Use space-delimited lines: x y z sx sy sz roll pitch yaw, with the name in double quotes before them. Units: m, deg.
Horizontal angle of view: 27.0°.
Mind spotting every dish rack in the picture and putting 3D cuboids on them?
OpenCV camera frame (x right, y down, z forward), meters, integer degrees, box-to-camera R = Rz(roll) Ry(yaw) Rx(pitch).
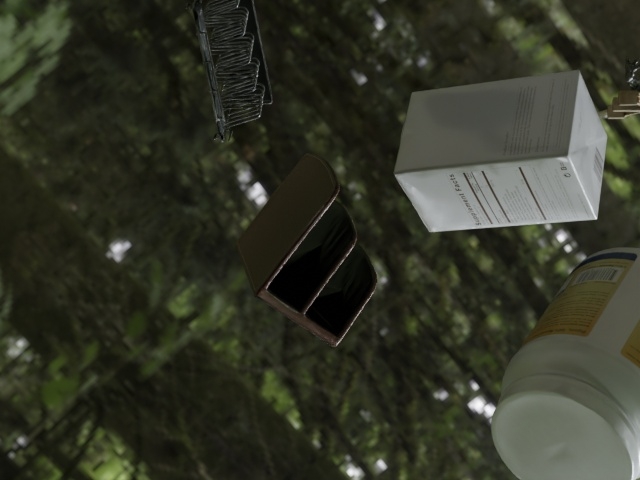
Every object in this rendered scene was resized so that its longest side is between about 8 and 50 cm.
"dish rack" -0.122 -0.253 1.792 0.074 0.208 0.271 -11 -160 4

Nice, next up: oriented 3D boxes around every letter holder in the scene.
"letter holder" 0.000 0.000 2.093 0.214 0.152 0.302 -54 -164 6

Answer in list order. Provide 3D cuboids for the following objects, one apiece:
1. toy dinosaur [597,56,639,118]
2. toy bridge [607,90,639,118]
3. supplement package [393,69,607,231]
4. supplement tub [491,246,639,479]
"toy dinosaur" 0.599 -0.278 2.454 0.268 0.118 0.064 -12 -143 -28
"toy bridge" 0.535 -0.234 2.294 0.063 0.026 0.188 0 178 6
"supplement package" 0.295 -0.140 2.162 0.292 0.175 0.178 -4 -126 27
"supplement tub" 0.379 0.179 1.777 0.228 0.228 0.316 -16 -158 44
